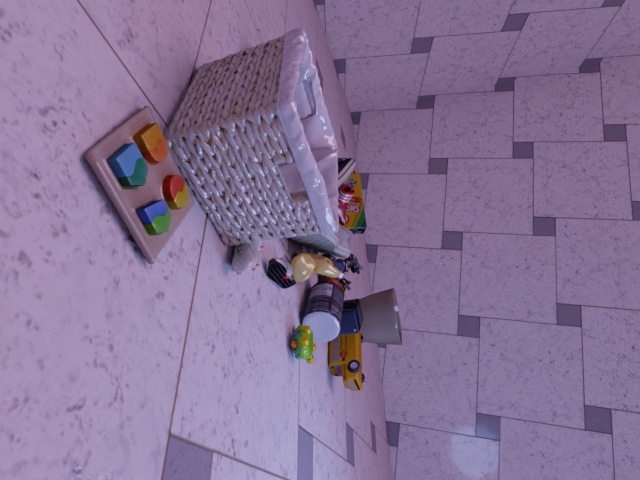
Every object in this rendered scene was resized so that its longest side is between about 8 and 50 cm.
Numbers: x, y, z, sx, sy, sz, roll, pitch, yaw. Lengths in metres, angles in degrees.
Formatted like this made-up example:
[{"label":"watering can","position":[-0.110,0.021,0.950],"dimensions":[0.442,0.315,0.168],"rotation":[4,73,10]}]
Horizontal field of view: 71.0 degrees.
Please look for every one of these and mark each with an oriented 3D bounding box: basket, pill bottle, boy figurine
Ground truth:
[{"label":"basket","position":[-0.118,-0.215,0.974],"dimensions":[0.328,0.266,0.332],"rotation":[69,18,-44]},{"label":"pill bottle","position":[0.015,0.228,1.568],"dimensions":[0.246,0.130,0.131],"rotation":[-75,153,-61]},{"label":"boy figurine","position":[-0.009,0.090,1.513],"dimensions":[0.285,0.177,0.092],"rotation":[1,109,-65]}]

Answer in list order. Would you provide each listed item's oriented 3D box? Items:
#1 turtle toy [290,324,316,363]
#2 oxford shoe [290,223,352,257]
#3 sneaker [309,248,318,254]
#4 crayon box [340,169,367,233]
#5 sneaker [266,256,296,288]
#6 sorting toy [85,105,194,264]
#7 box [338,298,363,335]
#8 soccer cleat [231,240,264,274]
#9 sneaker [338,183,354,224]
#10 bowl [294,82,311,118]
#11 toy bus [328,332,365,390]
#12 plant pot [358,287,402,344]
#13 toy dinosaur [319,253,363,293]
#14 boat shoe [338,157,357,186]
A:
[{"label":"turtle toy","position":[-0.054,0.304,1.349],"dimensions":[0.130,0.066,0.095],"rotation":[-78,157,-60]},{"label":"oxford shoe","position":[0.011,-0.032,1.574],"dimensions":[0.449,0.169,0.130],"rotation":[28,73,-68]},{"label":"sneaker","position":[0.000,-0.001,1.771],"dimensions":[0.058,0.084,0.152],"rotation":[64,21,-53]},{"label":"crayon box","position":[0.085,-0.187,2.011],"dimensions":[0.081,0.202,0.319],"rotation":[110,-25,-70]},{"label":"sneaker","position":[-0.119,0.077,1.280],"dimensions":[0.161,0.057,0.075],"rotation":[58,9,-58]},{"label":"sorting toy","position":[-0.271,-0.095,0.724],"dimensions":[0.208,0.038,0.193],"rotation":[-82,159,-54]},{"label":"box","position":[0.075,0.297,1.728],"dimensions":[0.158,0.155,0.093],"rotation":[-42,122,-75]},{"label":"soccer cleat","position":[-0.174,0.015,1.039],"dimensions":[0.196,0.068,0.076],"rotation":[-87,159,-69]},{"label":"sneaker","position":[0.089,-0.136,1.695],"dimensions":[0.128,0.087,0.221],"rotation":[-56,178,-3]},{"label":"bowl","position":[-0.130,-0.460,1.408],"dimensions":[0.298,0.134,0.298],"rotation":[-9,90,-77]},{"label":"toy bus","position":[0.105,0.436,1.824],"dimensions":[0.333,0.130,0.108],"rotation":[-87,164,-44]},{"label":"plant pot","position":[0.221,0.363,2.065],"dimensions":[0.256,0.273,0.257],"rotation":[-8,90,-78]},{"label":"toy dinosaur","position":[0.065,0.127,1.863],"dimensions":[0.218,0.164,0.322],"rotation":[-31,134,-60]},{"label":"boat shoe","position":[0.022,-0.244,1.767],"dimensions":[0.187,0.155,0.500],"rotation":[-61,175,29]}]
